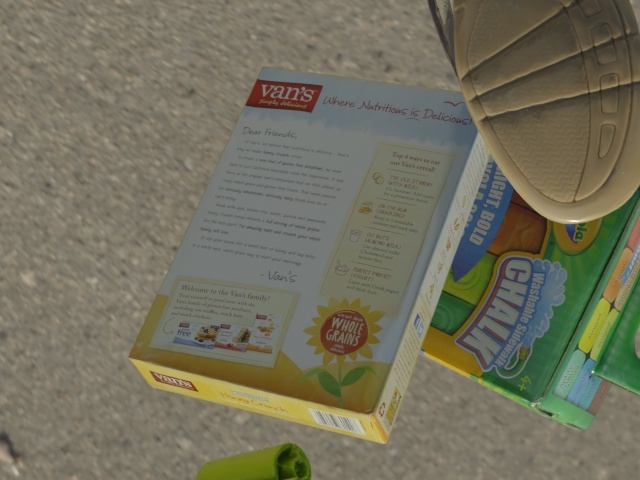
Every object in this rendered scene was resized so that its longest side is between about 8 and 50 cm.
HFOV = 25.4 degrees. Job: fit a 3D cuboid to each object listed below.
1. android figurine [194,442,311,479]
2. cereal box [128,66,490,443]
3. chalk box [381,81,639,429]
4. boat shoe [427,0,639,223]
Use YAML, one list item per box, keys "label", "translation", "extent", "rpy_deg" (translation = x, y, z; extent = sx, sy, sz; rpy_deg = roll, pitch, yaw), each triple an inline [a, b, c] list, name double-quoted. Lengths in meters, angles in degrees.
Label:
- label: "android figurine"
  translation: [-0.073, 0.264, 0.995]
  extent: [0.056, 0.273, 0.248]
  rpy_deg: [33, 49, -37]
- label: "cereal box"
  translation: [0.000, 0.000, 0.928]
  extent: [0.240, 0.173, 0.047]
  rpy_deg: [-67, 153, -25]
- label: "chalk box"
  translation: [0.155, 0.028, 1.093]
  extent: [0.180, 0.289, 0.179]
  rpy_deg: [-65, 155, -3]
- label: "boat shoe"
  translation: [0.112, -0.141, 0.821]
  extent: [0.103, 0.285, 0.092]
  rpy_deg: [-23, 167, 6]
